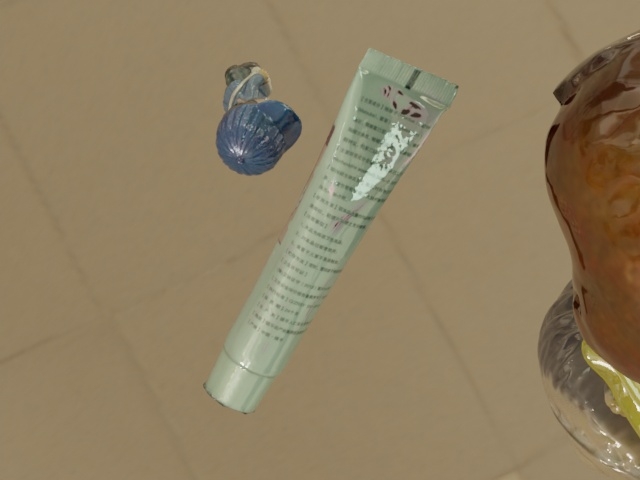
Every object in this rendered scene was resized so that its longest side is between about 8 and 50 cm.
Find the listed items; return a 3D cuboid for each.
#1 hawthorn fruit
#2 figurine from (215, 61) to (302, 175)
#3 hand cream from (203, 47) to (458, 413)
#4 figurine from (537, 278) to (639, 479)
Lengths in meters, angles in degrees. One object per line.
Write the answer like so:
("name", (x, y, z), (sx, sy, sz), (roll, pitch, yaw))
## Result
("hawthorn fruit", (0.310, -0.020, 1.217), (0.308, 0.325, 0.308), (-6, 105, -22))
("figurine", (-0.073, -0.120, 1.759), (0.079, 0.077, 0.136), (-11, 38, -19))
("hand cream", (0.000, 0.000, 1.517), (0.085, 0.331, 0.058), (23, 22, -17))
("figurine", (0.274, 0.063, 1.695), (0.266, 0.377, 0.361), (-16, 87, -21))
